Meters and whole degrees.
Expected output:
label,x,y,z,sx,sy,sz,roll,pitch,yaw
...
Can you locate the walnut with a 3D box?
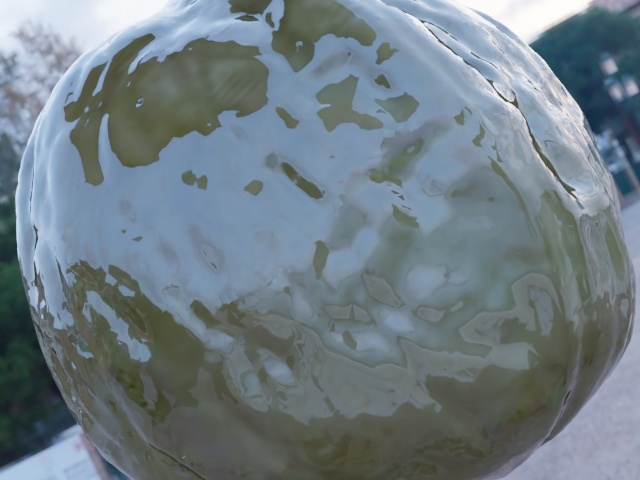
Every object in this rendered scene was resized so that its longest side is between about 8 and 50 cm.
label,x,y,z,sx,sy,sz,roll,pitch,yaw
walnut,0.000,0.000,0.484,0.228,0.228,0.228,-27,-3,-2
